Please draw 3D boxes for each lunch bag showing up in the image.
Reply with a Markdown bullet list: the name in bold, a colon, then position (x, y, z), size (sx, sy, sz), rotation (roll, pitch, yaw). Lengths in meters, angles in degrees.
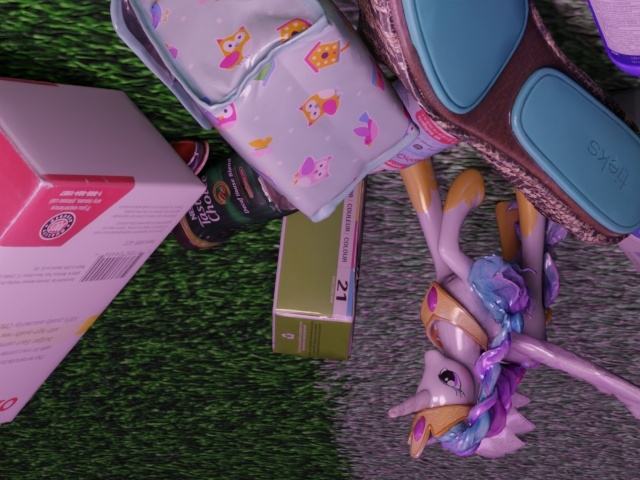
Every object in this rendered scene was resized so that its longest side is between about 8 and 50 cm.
- **lunch bag**: position (-0.067, -0.175, 1.551), size (0.160, 0.262, 0.223), rotation (-42, 145, 1)

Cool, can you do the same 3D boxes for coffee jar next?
- **coffee jar**: position (-0.101, -0.053, 1.982), size (0.184, 0.096, 0.079), rotation (-22, -179, 45)

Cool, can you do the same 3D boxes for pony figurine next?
- **pony figurine**: position (0.203, 0.102, 1.954), size (0.303, 0.363, 0.351), rotation (-19, 147, 41)

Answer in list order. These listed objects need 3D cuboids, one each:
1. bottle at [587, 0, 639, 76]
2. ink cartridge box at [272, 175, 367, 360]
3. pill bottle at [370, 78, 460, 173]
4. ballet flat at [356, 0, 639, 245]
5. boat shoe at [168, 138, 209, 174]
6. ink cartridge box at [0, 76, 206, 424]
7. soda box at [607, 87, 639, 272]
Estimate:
- **bottle**: position (0.277, -0.241, 1.500), size (0.118, 0.092, 0.283), rotation (-6, 154, 20)
- **ink cartridge box**: position (0.000, 0.000, 1.978), size (0.097, 0.188, 0.255), rotation (5, 155, 2)
- **pill bottle**: position (0.091, -0.123, 1.804), size (0.087, 0.087, 0.160), rotation (20, 152, -32)
- **ballet flat**: position (0.140, -0.158, 1.613), size (0.182, 0.164, 0.483), rotation (18, 160, 47)
- **boat shoe**: position (-0.180, -0.089, 1.982), size (0.043, 0.049, 0.137), rotation (27, 152, -37)
- **ink cartridge box**: position (-0.346, 0.026, 1.807), size (0.384, 0.160, 0.279), rotation (-49, 159, 21)
- **soda box**: position (0.354, -0.055, 1.903), size (0.091, 0.098, 0.286), rotation (-8, 153, 25)
